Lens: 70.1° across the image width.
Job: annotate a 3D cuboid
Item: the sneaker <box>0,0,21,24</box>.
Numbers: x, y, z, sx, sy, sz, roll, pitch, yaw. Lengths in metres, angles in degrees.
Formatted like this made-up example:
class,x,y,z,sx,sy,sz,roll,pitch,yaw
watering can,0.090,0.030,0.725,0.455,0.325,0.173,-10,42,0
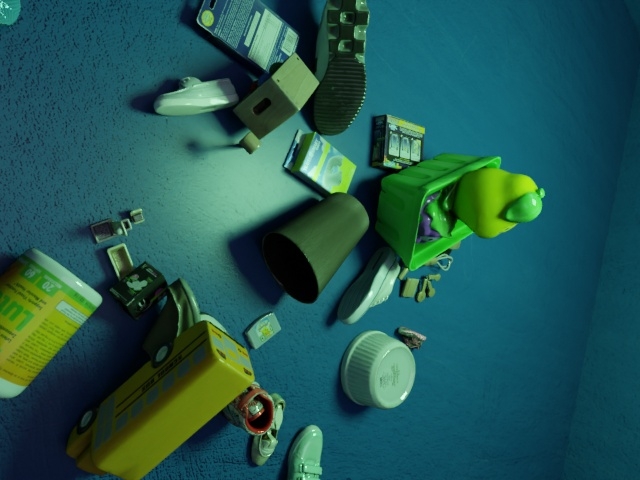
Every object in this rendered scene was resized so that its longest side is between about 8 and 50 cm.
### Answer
class,x,y,z,sx,sy,sz,roll,pitch,yaw
sneaker,-0.534,-0.393,0.625,0.229,0.092,0.087,39,65,-56

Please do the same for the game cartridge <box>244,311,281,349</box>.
class,x,y,z,sx,sy,sz,roll,pitch,yaw
game cartridge,-0.132,0.203,1.042,0.083,0.017,0.056,-36,111,-33

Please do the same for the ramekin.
class,x,y,z,sx,sy,sz,roll,pitch,yaw
ramekin,0.165,0.357,1.240,0.207,0.109,0.207,-4,96,-40

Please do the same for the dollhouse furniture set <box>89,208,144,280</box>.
class,x,y,z,sx,sy,sz,roll,pitch,yaw
dollhouse furniture set,-0.336,0.011,0.814,0.091,0.081,0.114,-27,110,-36

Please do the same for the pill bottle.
class,x,y,z,sx,sy,sz,roll,pitch,yaw
pill bottle,-0.465,0.144,0.678,0.136,0.136,0.245,50,63,-31

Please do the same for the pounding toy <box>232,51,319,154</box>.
class,x,y,z,sx,sy,sz,roll,pitch,yaw
pounding toy,-0.125,-0.266,0.929,0.094,0.181,0.206,47,42,-21

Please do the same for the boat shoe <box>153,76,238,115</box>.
class,x,y,z,sx,sy,sz,roll,pitch,yaw
boat shoe,-0.243,-0.286,0.888,0.184,0.066,0.063,-23,97,-36

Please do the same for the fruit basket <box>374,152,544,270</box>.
class,x,y,z,sx,sy,sz,roll,pitch,yaw
fruit basket,0.380,-0.081,1.198,0.392,0.392,0.283,-26,134,-36

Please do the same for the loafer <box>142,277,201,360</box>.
class,x,y,z,sx,sy,sz,roll,pitch,yaw
loafer,-0.280,0.191,0.845,0.087,0.094,0.251,-2,108,-32

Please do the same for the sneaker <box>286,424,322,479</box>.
class,x,y,z,sx,sy,sz,roll,pitch,yaw
sneaker,-0.014,0.584,1.077,0.094,0.151,0.256,24,76,-37

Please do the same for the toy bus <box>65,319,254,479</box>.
class,x,y,z,sx,sy,sz,roll,pitch,yaw
toy bus,-0.274,0.283,0.773,0.333,0.130,0.108,-41,124,3

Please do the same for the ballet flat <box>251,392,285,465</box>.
class,x,y,z,sx,sy,sz,roll,pitch,yaw
ballet flat,-0.118,0.438,1.043,0.057,0.052,0.168,14,84,-40

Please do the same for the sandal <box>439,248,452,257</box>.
class,x,y,z,sx,sy,sz,roll,pitch,yaw
sandal,0.357,0.001,1.425,0.067,0.040,0.179,-49,136,3

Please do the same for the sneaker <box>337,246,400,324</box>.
class,x,y,z,sx,sy,sz,roll,pitch,yaw
sneaker,0.143,0.134,1.217,0.258,0.094,0.091,-51,117,-27

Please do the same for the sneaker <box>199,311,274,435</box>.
class,x,y,z,sx,sy,sz,roll,pitch,yaw
sneaker,-0.177,0.271,0.923,0.090,0.145,0.270,-31,111,-35

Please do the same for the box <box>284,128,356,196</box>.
class,x,y,z,sx,sy,sz,roll,pitch,yaw
box,0.003,-0.181,1.114,0.178,0.042,0.109,32,72,-38

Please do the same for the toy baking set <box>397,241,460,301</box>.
class,x,y,z,sx,sy,sz,roll,pitch,yaw
toy baking set,0.330,0.075,1.395,0.197,0.030,0.256,40,82,-43

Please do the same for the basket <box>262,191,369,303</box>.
class,x,y,z,sx,sy,sz,roll,pitch,yaw
basket,0.000,0.000,1.056,0.227,0.154,0.204,-43,136,-35

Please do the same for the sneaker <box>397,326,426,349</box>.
class,x,y,z,sx,sy,sz,roll,pitch,yaw
sneaker,0.270,0.298,1.372,0.119,0.047,0.057,29,86,-36

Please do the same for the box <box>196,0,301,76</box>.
class,x,y,z,sx,sy,sz,roll,pitch,yaw
box,-0.151,-0.445,0.970,0.225,0.036,0.136,27,76,-39

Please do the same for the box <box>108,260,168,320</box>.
class,x,y,z,sx,sy,sz,roll,pitch,yaw
box,-0.327,0.091,0.831,0.083,0.052,0.062,-44,154,-29

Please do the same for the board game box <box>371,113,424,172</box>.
class,x,y,z,sx,sy,sz,roll,pitch,yaw
board game box,0.221,-0.265,1.288,0.170,0.048,0.141,5,88,-40

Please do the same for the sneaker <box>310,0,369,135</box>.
class,x,y,z,sx,sy,sz,roll,pitch,yaw
sneaker,0.042,-0.422,1.086,0.122,0.146,0.330,3,116,-14
